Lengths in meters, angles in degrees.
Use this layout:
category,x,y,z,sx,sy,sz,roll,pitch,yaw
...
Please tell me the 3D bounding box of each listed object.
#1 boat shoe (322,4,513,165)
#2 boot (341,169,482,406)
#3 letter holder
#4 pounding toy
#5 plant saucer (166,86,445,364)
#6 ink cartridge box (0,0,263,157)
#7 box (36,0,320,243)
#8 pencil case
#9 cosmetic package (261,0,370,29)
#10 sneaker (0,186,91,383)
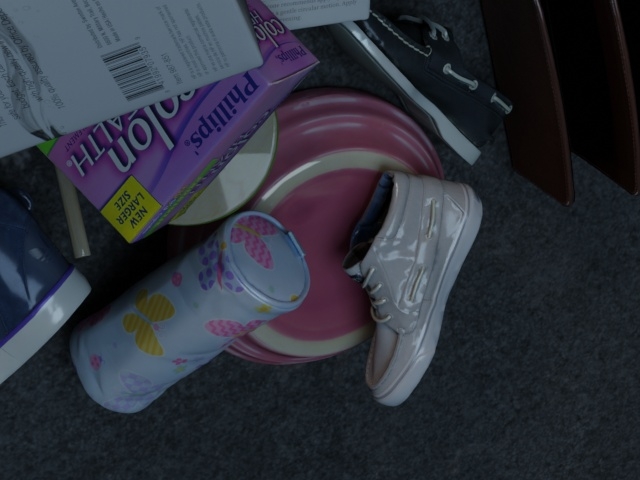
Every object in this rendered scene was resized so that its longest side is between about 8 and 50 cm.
category,x,y,z,sx,sy,sz,roll,pitch,yaw
boat shoe,0.104,-0.188,1.777,0.091,0.114,0.302,-50,143,2
boot,0.071,0.047,1.809,0.123,0.095,0.258,15,100,-27
letter holder,0.301,-0.185,1.819,0.152,0.214,0.302,-26,126,-14
pounding toy,-0.158,-0.101,1.684,0.237,0.110,0.183,-19,96,2
plant saucer,0.000,0.000,1.843,0.332,0.084,0.332,-13,122,-21
ink cartridge box,-0.227,-0.192,1.309,0.307,0.129,0.223,-19,148,4
box,-0.168,-0.163,1.522,0.243,0.117,0.213,46,117,3
pencil case,-0.134,0.076,1.724,0.273,0.113,0.124,-35,161,36
cosmetic package,-0.047,-0.309,1.602,0.151,0.151,0.183,-11,121,-24
sneaker,-0.404,0.057,1.655,0.323,0.130,0.236,-39,104,23
